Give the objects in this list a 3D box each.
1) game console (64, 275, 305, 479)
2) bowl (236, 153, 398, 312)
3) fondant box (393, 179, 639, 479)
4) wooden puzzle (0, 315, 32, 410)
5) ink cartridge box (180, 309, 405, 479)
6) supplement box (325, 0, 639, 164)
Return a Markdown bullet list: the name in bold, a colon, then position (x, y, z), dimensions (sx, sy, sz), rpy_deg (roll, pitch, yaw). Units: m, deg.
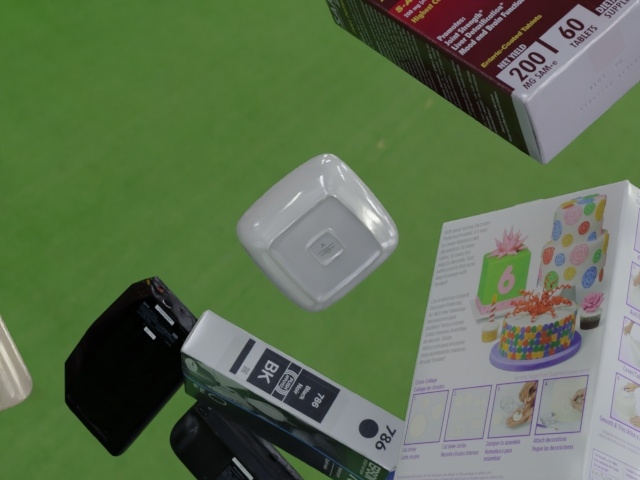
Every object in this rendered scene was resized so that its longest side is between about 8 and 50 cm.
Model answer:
- **game console**: position (-0.158, 0.231, 1.777), dimensions (0.361, 0.213, 0.044), rpy_deg (47, 28, 10)
- **bowl**: position (0.000, 0.000, 1.491), dimensions (0.142, 0.142, 0.053), rpy_deg (48, 7, -23)
- **fondant box**: position (0.194, 0.129, 1.325), dimensions (0.096, 0.238, 0.330), rpy_deg (26, 66, -33)
- **wooden puzzle**: position (-0.463, 0.116, 1.589), dimensions (0.044, 0.238, 0.221), rpy_deg (-62, 128, -72)
- **ink cartridge box**: position (0.000, 0.204, 1.621), dimensions (0.332, 0.165, 0.065), rpy_deg (28, 68, 9)
- **supplement box**: position (0.117, -0.169, 1.041), dimensions (0.239, 0.130, 0.073), rpy_deg (39, -15, 39)
